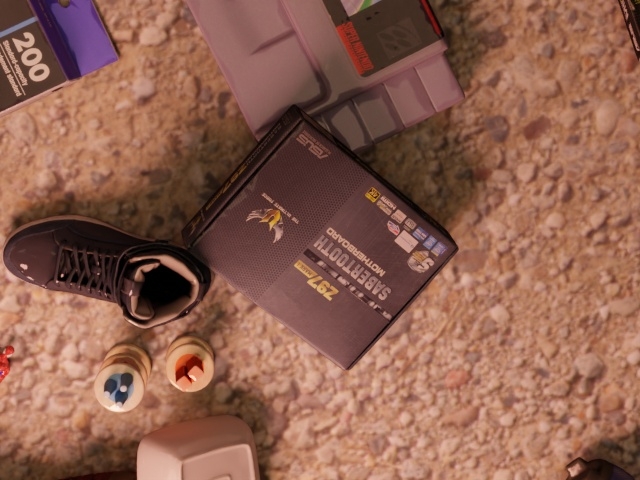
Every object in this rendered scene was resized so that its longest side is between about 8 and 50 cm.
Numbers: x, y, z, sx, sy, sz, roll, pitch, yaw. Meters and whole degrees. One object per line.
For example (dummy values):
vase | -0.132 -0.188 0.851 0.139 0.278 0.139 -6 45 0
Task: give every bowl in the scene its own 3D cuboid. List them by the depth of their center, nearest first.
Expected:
bowl | -0.120 0.263 1.781 0.142 0.053 0.142 -9 99 -35

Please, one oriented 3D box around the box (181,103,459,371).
box | 0.000 0.000 1.753 0.232 0.059 0.183 39 100 -20

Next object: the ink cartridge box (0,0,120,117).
ink cartridge box | -0.345 -0.237 1.746 0.208 0.045 0.206 -25 97 -1

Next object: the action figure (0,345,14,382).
action figure | -0.369 0.156 1.803 0.038 0.030 0.115 43 91 -2

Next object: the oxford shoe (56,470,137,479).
oxford shoe | -0.344 0.342 1.780 0.348 0.123 0.130 -10 100 -1

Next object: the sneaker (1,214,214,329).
sneaker | -0.224 0.030 1.727 0.226 0.163 0.086 7 98 -2

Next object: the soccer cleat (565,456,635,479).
soccer cleat | 0.248 0.368 1.827 0.121 0.093 0.289 40 94 -13

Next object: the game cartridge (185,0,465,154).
game cartridge | -0.019 -0.259 1.753 0.230 0.068 0.355 -26 98 5

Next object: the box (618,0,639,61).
box | 0.395 -0.290 1.736 0.190 0.045 0.184 -14 66 -1

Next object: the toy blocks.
toy blocks | -0.172 0.142 1.749 0.123 0.148 0.054 -7 98 -1
